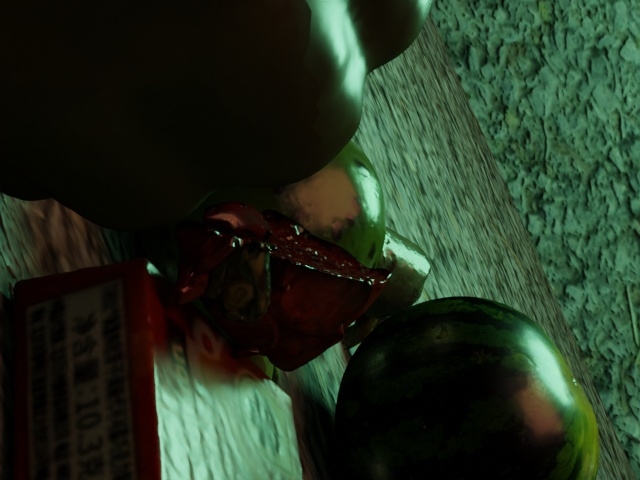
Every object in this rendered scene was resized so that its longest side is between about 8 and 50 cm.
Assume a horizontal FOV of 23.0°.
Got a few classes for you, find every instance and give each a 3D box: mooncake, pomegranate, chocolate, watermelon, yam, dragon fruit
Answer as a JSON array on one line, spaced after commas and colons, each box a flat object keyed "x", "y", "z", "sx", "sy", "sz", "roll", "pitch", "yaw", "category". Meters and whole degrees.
[{"x": -0.113, "y": -0.186, "z": 1.027, "sx": 0.201, "sy": 0.378, "sz": 0.378, "roll": 52, "pitch": 20, "yaw": -55, "category": "mooncake"}, {"x": -0.056, "y": 0.005, "z": 1.284, "sx": 0.211, "sy": 0.211, "sz": 0.263, "roll": -62, "pitch": 166, "yaw": -71, "category": "pomegranate"}, {"x": -0.098, "y": 0.156, "z": 1.032, "sx": 0.235, "sy": 0.108, "sz": 0.237, "roll": 49, "pitch": 24, "yaw": -42, "category": "chocolate"}, {"x": 0.139, "y": 0.189, "z": 1.499, "sx": 0.269, "sy": 0.269, "sz": 0.269, "roll": 57, "pitch": 18, "yaw": -29, "category": "watermelon"}, {"x": 0.000, "y": 0.000, "z": 1.495, "sx": 0.259, "sy": 0.093, "sz": 0.093, "roll": 28, "pitch": 37, "yaw": -37, "category": "yam"}, {"x": -0.029, "y": 0.011, "z": 1.075, "sx": 0.192, "sy": 0.092, "sz": 0.122, "roll": 25, "pitch": 54, "yaw": -57, "category": "dragon fruit"}]

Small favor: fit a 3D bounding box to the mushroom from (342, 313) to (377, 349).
[{"x": 0.008, "y": 0.029, "z": 1.623, "sx": 0.135, "sy": 0.080, "sz": 0.170, "roll": -7, "pitch": 78, "yaw": -59, "category": "mushroom"}]

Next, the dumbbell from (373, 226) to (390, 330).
[{"x": 0.063, "y": 0.086, "z": 1.705, "sx": 0.082, "sy": 0.092, "sz": 0.231, "roll": 101, "pitch": -26, "yaw": -63, "category": "dumbbell"}]
